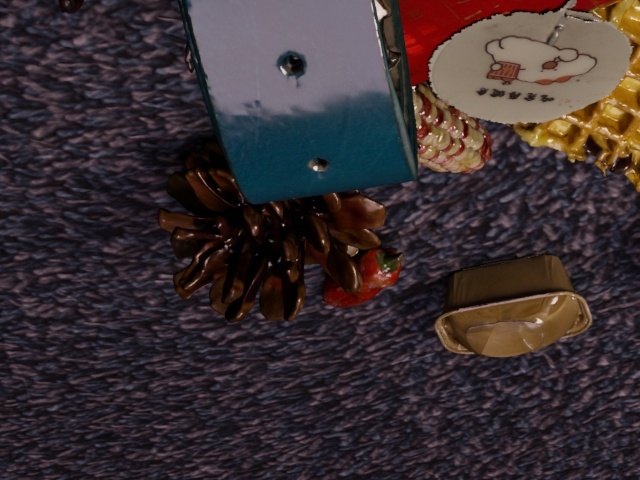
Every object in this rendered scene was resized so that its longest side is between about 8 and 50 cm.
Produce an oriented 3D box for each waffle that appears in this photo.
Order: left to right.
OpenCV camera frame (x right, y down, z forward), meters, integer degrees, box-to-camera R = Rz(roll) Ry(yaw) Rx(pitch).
[{"bbox_3d":[0.323,-0.137,1.937,0.283,0.065,0.309,-12,126,18],"label":"waffle"}]

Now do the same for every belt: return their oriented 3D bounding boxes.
[{"bbox_3d":[-0.030,-0.242,1.543,0.173,0.300,0.436,-7,115,5],"label":"belt"}]

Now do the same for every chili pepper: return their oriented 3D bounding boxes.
[{"bbox_3d":[0.051,0.041,2.262,0.059,0.050,0.191,12,157,-26],"label":"chili pepper"}]

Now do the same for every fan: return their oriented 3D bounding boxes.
[{"bbox_3d":[0.213,-0.191,1.786,0.191,0.009,0.329,6,149,-16],"label":"fan"}]

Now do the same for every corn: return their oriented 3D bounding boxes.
[{"bbox_3d":[0.063,-0.131,1.954,0.092,0.092,0.280,-26,145,32],"label":"corn"}]

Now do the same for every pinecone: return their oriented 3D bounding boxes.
[{"bbox_3d":[-0.060,-0.006,2.051,0.229,0.201,0.202,19,121,20],"label":"pinecone"}]

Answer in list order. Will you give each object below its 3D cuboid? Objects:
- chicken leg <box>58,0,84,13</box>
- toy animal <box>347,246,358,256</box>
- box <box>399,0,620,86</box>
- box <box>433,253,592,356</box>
[{"bbox_3d":[-0.229,-0.271,1.764,0.093,0.053,0.205,-2,154,-27],"label":"chicken leg"},{"bbox_3d":[0.000,0.000,2.190,0.083,0.060,0.081,-19,168,20],"label":"toy animal"},{"bbox_3d":[0.144,-0.261,1.759,0.313,0.089,0.197,-22,141,27],"label":"box"},{"bbox_3d":[0.221,0.083,2.286,0.177,0.111,0.111,-10,147,14],"label":"box"}]
